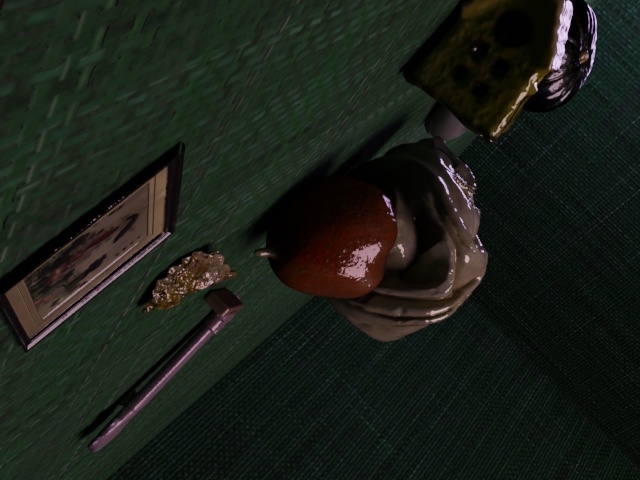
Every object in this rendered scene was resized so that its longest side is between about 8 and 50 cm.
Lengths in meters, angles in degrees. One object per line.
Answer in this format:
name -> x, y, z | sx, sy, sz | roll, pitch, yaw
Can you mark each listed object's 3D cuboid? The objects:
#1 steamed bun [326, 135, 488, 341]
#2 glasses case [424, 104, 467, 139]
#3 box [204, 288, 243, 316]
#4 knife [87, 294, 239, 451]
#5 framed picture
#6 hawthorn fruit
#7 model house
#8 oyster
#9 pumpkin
steamed bun -> 0.122, -0.019, 1.443 | 0.237, 0.346, 0.394 | 25, 79, -61
glasses case -> 0.319, -0.309, 1.637 | 0.128, 0.083, 0.308 | -42, 174, -22
box -> -0.167, 0.107, 1.376 | 0.025, 0.048, 0.115 | -49, 175, 4
knife -> -0.297, 0.250, 1.520 | 0.398, 0.038, 0.132 | -45, 176, -10
framed picture -> -0.198, 0.014, 0.712 | 0.195, 0.010, 0.199 | -42, 174, -23
hawthorn fruit -> 0.000, 0.000, 1.235 | 0.251, 0.199, 0.199 | -10, 151, -43
model house -> 0.261, -0.286, 1.148 | 0.234, 0.175, 0.193 | -58, 169, 22
oyster -> -0.178, 0.054, 1.033 | 0.121, 0.045, 0.146 | -30, 173, -2
pumpkin -> 0.404, -0.342, 1.441 | 0.220, 0.162, 0.220 | -28, 126, -47
